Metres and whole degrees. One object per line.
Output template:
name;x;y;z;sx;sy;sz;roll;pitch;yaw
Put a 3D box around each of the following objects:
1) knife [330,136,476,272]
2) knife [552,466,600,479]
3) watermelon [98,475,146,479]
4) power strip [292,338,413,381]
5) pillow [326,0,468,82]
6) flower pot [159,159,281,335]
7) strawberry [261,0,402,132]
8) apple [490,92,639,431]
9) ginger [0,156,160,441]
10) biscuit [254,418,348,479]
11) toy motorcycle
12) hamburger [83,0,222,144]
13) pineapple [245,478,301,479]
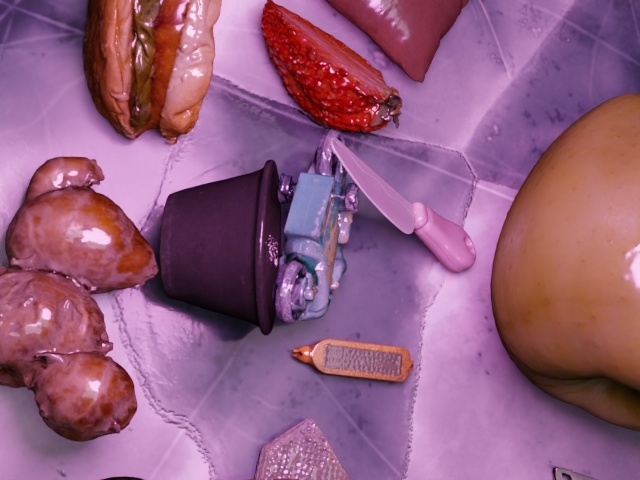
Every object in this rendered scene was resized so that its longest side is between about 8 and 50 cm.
knife;0.112;-0.039;1.915;0.336;0.043;0.081;33;38;-42
knife;0.473;0.399;2.067;0.293;0.020;0.043;23;80;-11
watermelon;-0.292;0.364;1.849;0.181;0.075;0.092;-31;136;-15
power strip;0.045;0.169;1.967;0.178;0.028;0.049;8;82;-15
pillow;0.114;-0.437;2.013;0.305;0.108;0.308;39;75;-10
flower pot;-0.134;0.009;1.857;0.148;0.235;0.235;1;83;5
strawberry;0.005;-0.225;1.955;0.236;0.175;0.106;44;108;26
apple;0.461;0.037;1.894;0.474;0.473;0.473;2;83;-16
ginger;-0.337;0.067;1.799;0.256;0.176;0.375;7;71;5
biscuit;-0.007;0.386;1.919;0.147;0.046;0.250;-30;92;-16
toy motorcycle;0.000;-0.002;1.902;0.109;0.198;0.296;9;66;13
hamburger;-0.223;-0.312;1.856;0.162;0.209;0.330;7;80;-15
pineapple;-0.066;0.496;1.772;0.223;0.223;0.357;3;92;-15
